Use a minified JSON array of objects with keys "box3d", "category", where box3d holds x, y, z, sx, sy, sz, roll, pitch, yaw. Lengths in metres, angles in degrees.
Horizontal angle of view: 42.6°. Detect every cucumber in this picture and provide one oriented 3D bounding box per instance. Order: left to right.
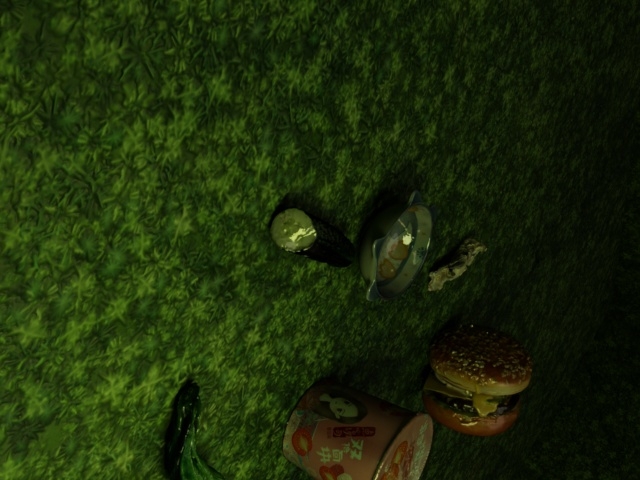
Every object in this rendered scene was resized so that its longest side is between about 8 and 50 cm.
[{"box3d":[0.000,0.001,1.406,0.241,0.074,0.074,23,90,-62],"category":"cucumber"}]

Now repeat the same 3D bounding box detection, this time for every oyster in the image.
[{"box3d":[0.321,0.060,2.009,0.200,0.061,0.106,-18,143,-50],"category":"oyster"}]

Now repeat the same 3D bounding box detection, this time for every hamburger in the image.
[{"box3d":[0.398,0.347,2.112,0.291,0.291,0.225,-23,127,-51],"category":"hamburger"}]

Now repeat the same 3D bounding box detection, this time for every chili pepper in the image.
[{"box3d":[-0.203,0.361,1.337,0.122,0.065,0.278,-41,138,-31],"category":"chili pepper"}]

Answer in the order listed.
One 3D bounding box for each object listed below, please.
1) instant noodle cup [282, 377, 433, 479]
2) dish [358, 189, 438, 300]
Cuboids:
[{"box3d":[0.070,0.408,1.645,0.243,0.231,0.243,-38,140,-41],"category":"instant noodle cup"},{"box3d":[0.132,-0.002,1.604,0.236,0.086,0.227,-34,136,-43],"category":"dish"}]
